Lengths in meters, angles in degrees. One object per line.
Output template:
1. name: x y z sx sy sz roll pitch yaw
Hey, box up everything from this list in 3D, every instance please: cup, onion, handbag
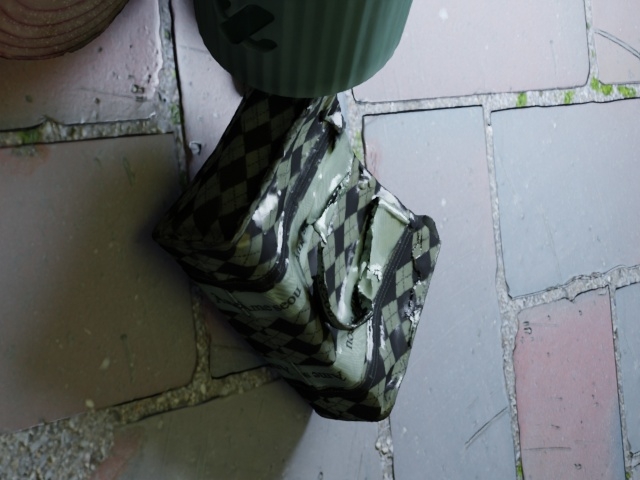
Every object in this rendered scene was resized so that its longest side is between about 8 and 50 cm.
1. cup: -0.021 -0.412 1.659 0.310 0.392 0.401 -7 61 -9
2. onion: -0.315 -0.339 1.516 0.230 0.256 0.272 56 5 27
3. handbag: 0.000 0.000 1.896 0.416 0.180 0.317 52 54 -41

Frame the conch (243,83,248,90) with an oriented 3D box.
1. conch: -0.077 -0.311 1.893 0.086 0.080 0.233 10 82 -40
